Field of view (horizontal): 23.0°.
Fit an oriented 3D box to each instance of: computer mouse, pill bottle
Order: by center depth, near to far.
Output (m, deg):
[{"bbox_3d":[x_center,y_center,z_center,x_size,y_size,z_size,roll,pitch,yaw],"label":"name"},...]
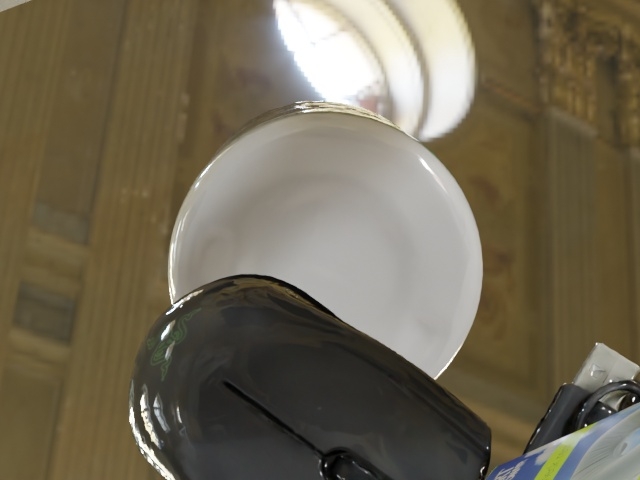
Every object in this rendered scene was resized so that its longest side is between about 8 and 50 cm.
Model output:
[{"bbox_3d":[0.003,0.089,0.734,0.272,0.188,0.072,26,-8,36],"label":"computer mouse"},{"bbox_3d":[0.000,0.000,1.159,0.204,0.204,0.361,6,7,-2],"label":"pill bottle"}]

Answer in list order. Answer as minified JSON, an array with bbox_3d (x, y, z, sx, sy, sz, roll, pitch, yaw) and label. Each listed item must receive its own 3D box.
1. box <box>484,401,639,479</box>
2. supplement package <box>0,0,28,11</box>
[{"bbox_3d":[0.108,0.098,0.575,0.178,0.109,0.042,-32,-87,34],"label":"box"},{"bbox_3d":[-0.082,-0.182,0.502,0.262,0.145,0.204,-18,-2,9],"label":"supplement package"}]
